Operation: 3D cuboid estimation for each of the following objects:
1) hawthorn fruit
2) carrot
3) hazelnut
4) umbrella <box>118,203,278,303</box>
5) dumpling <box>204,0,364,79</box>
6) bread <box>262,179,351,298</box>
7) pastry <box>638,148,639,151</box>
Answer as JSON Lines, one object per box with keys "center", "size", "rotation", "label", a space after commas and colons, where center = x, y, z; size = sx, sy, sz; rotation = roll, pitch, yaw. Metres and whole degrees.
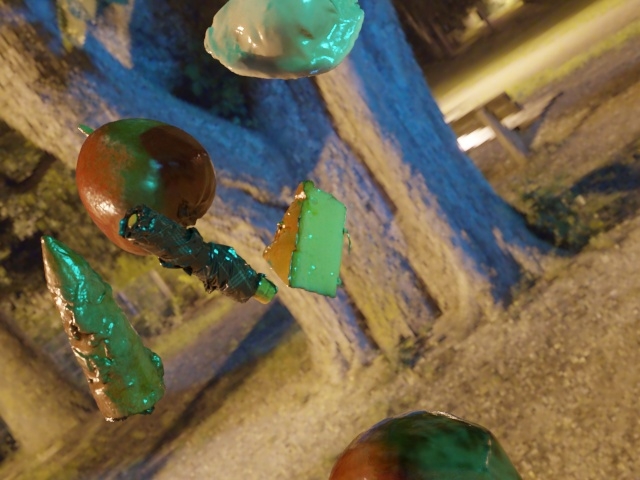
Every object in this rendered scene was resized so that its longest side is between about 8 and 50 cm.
{"center": [-0.283, -0.100, 1.436], "size": [0.199, 0.251, 0.199], "rotation": [-45, -20, -22], "label": "hawthorn fruit"}
{"center": [-0.294, 0.108, 1.226], "size": [0.102, 0.263, 0.102], "rotation": [-22, 16, 7], "label": "carrot"}
{"center": [0.190, 0.452, 1.653], "size": [0.366, 0.366, 0.366], "rotation": [-35, 6, 4], "label": "hazelnut"}
{"center": [-0.094, 0.016, 0.755], "size": [0.040, 0.144, 0.037], "rotation": [-38, 39, 28], "label": "umbrella"}
{"center": [-0.042, -0.260, 1.193], "size": [0.181, 0.155, 0.111], "rotation": [-39, -30, 16], "label": "dumpling"}
{"center": [0.000, 0.000, 1.082], "size": [0.109, 0.084, 0.080], "rotation": [-61, 37, 8], "label": "bread"}
{"center": [0.450, 0.012, 0.876], "size": [0.136, 0.329, 0.329], "rotation": [-45, -1, 37], "label": "pastry"}
